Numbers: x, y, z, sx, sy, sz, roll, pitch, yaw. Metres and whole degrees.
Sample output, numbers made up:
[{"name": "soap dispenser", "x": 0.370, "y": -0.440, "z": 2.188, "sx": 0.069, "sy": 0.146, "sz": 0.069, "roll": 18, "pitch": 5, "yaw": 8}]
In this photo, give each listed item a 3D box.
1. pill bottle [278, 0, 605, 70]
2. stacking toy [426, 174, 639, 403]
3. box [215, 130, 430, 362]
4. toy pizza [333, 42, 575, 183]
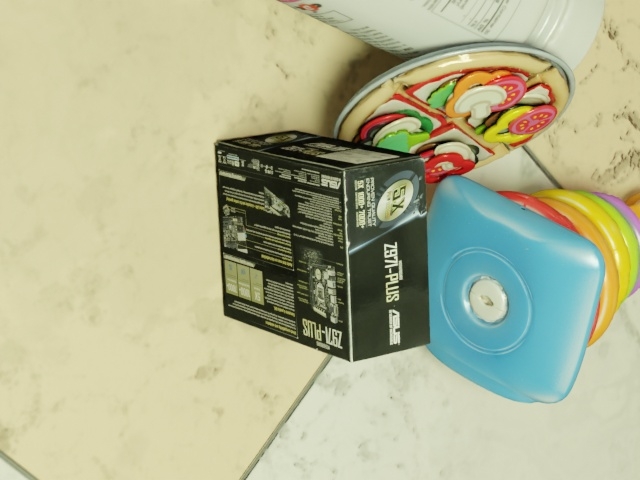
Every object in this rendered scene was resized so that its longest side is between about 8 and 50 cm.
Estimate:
[{"name": "pill bottle", "x": 0.082, "y": -0.222, "z": 1.348, "sx": 0.283, "sy": 0.160, "sz": 0.160, "roll": 21, "pitch": 86, "yaw": -36}, {"name": "stacking toy", "x": 0.229, "y": 0.011, "z": 1.520, "sx": 0.302, "sy": 0.175, "sz": 0.166, "roll": -23, "pitch": 133, "yaw": -47}, {"name": "box", "x": 0.000, "y": 0.000, "z": 1.318, "sx": 0.077, "sy": 0.180, "sz": 0.147, "roll": -11, "pitch": 104, "yaw": -33}, {"name": "toy pizza", "x": 0.110, "y": -0.095, "z": 1.382, "sx": 0.201, "sy": 0.201, "sz": 0.032, "roll": 7, "pitch": 60, "yaw": -36}]
